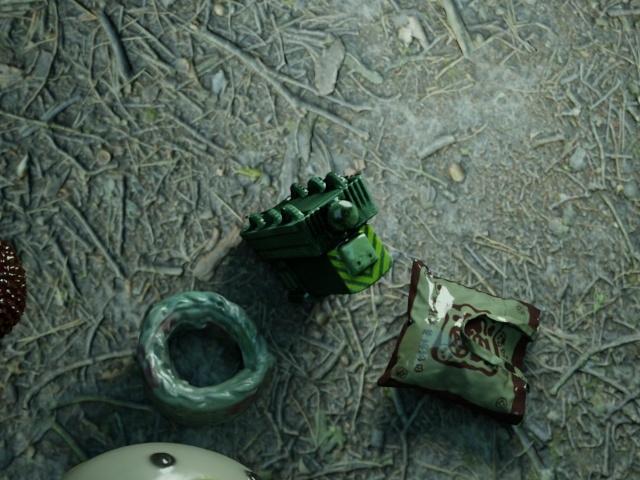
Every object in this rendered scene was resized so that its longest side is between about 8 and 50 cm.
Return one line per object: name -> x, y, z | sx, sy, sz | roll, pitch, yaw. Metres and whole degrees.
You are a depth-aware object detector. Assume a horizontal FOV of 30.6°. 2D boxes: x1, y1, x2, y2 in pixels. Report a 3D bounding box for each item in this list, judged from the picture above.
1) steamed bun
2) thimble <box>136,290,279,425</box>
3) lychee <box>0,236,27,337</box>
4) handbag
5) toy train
steamed bun -> -0.208, 0.431, 1.579 | 0.374, 0.334, 0.334 | 20, 68, -29
thimble -> -0.172, 0.182, 1.767 | 0.211, 0.149, 0.185 | 11, 69, -4
lychee -> -0.522, 0.071, 1.740 | 0.188, 0.188, 0.188 | 2, 72, -8
handbag -> 0.226, 0.161, 1.843 | 0.235, 0.127, 0.213 | 18, 69, -5
toy train -> 0.000, 0.000, 1.773 | 0.138, 0.330, 0.178 | -36, 100, -18
